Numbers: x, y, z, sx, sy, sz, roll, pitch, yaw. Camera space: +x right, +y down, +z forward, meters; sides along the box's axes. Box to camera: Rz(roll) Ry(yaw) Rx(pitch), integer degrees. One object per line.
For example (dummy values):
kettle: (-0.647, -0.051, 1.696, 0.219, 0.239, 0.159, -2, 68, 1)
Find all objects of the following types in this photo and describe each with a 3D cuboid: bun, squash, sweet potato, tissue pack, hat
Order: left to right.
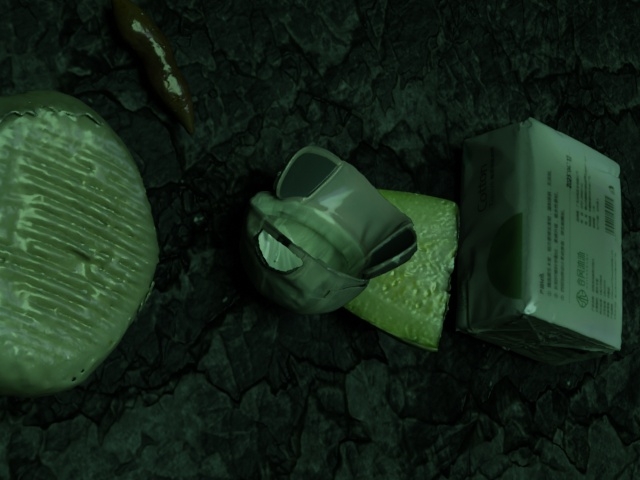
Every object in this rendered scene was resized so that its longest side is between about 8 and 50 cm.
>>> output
bun: (-0.367, -0.002, 1.488, 0.360, 0.211, 0.359, 0, 90, -40)
sweet potato: (-0.229, -0.249, 1.773, 0.065, 0.051, 0.218, -43, 108, -43)
hat: (0.006, -0.006, 1.832, 0.232, 0.161, 0.275, 45, 55, 9)
squash: (0.082, 0.030, 1.905, 0.155, 0.204, 0.237, 32, 64, -52)
tissue pack: (0.371, 0.006, 2.131, 0.266, 0.194, 0.356, 21, 64, -35)
